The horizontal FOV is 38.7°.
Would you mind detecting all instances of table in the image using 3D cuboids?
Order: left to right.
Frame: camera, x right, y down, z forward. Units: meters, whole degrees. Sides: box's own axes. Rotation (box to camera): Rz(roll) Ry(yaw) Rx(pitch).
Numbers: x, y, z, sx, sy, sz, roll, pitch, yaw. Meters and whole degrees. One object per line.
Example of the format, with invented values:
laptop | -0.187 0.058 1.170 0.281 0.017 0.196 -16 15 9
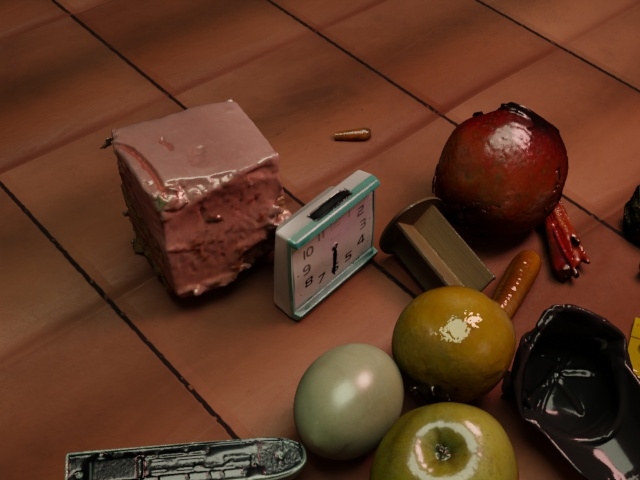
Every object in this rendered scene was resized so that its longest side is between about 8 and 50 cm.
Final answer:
table | 0.253 0.045 1.909 0.167 0.167 0.226 -23 59 -23

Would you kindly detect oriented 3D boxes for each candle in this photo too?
candle | 0.531 -0.028 2.052 0.084 0.059 0.301 4 45 -12

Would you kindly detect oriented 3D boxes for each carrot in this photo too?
carrot | 0.082 -0.265 2.280 0.093 0.032 0.032 -4 46 -3
carrot | 0.407 0.098 1.916 0.067 0.067 0.225 23 51 19

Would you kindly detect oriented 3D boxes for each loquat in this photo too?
loquat | 0.244 0.200 1.695 0.244 0.244 0.244 1 46 -2

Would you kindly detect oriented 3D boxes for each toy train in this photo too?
toy train | -0.227 0.403 1.568 0.407 0.088 0.086 -3 50 -6

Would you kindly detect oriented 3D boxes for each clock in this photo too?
clock | 0.000 0.000 1.878 0.116 0.231 0.262 30 52 28

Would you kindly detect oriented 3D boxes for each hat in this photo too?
hat | 0.482 0.299 1.685 0.238 0.209 0.336 -29 69 -2

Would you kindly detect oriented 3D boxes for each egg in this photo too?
egg | 0.050 0.286 1.626 0.187 0.186 0.253 25 34 20

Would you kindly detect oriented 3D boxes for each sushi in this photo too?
sushi | 0.798 -0.049 2.040 0.225 0.126 0.136 11 46 6

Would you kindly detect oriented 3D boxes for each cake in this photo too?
cake | -0.234 -0.084 1.875 0.314 0.306 0.293 -23 44 -21

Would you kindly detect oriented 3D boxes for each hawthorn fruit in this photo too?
hawthorn fruit | 0.397 -0.158 2.004 0.316 0.316 0.316 1 46 -2

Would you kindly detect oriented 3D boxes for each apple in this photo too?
apple | 0.211 0.391 1.531 0.261 0.194 0.260 -1 52 1

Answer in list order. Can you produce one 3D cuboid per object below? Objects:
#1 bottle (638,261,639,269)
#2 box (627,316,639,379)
bottle | 0.793 0.081 1.937 0.209 0.097 0.110 39 18 28
box | 0.660 0.227 1.833 0.087 0.023 0.155 20 48 13
